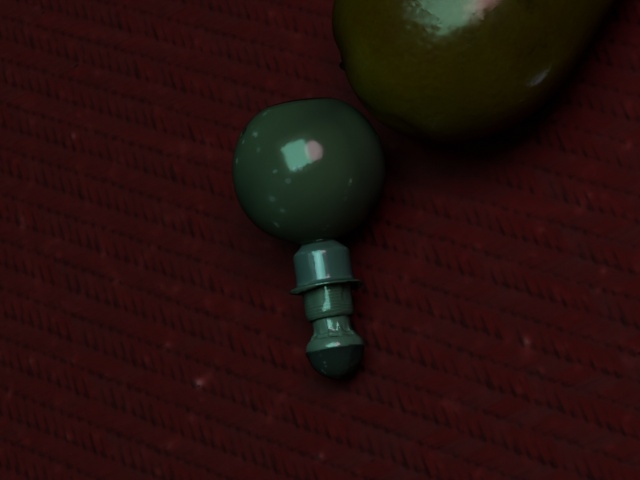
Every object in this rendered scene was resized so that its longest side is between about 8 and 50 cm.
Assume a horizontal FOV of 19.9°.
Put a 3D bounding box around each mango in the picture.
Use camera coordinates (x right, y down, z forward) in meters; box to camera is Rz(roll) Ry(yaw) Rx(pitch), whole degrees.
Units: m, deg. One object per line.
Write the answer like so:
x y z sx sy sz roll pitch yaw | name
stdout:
0.099 -0.156 1.061 0.151 0.120 0.221 29 76 25 | mango

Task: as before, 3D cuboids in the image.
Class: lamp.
0.000 0.000 1.064 0.091 0.091 0.163 -12 80 17 | lamp
